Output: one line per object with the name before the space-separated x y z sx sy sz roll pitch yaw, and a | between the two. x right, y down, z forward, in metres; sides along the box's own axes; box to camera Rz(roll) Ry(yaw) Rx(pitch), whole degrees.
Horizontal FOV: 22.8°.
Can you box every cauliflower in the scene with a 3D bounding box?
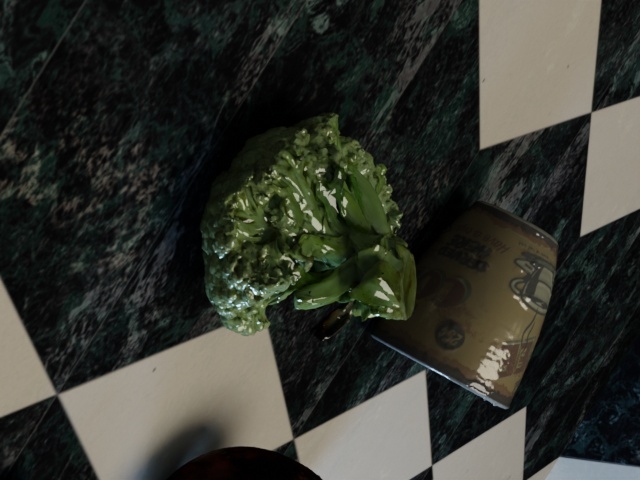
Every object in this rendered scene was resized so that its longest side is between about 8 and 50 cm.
cauliflower | 0.000 0.000 1.728 0.275 0.250 0.272 -51 158 -23

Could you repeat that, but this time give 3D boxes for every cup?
cup | 0.229 0.085 2.342 0.257 0.227 0.301 -59 -175 -3

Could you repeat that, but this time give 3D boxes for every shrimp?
shrimp | 0.037 0.071 2.132 0.217 0.051 0.150 -29 152 -52

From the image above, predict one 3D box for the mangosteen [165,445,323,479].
mangosteen | -0.099 0.406 2.024 0.311 0.311 0.311 -42 152 -28
